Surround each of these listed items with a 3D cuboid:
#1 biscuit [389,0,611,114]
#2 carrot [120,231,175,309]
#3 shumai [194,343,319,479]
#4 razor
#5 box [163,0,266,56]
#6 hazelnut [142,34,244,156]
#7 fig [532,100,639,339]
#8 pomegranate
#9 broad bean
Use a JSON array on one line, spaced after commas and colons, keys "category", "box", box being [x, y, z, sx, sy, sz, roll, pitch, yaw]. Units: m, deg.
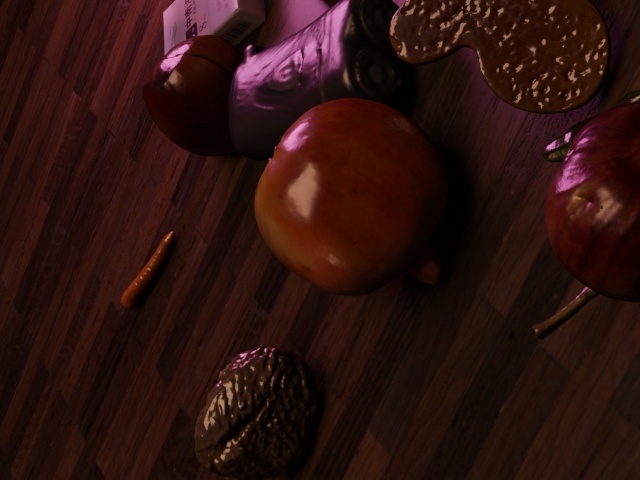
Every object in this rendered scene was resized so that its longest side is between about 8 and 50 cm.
[{"category": "biscuit", "box": [0.190, -0.334, 1.335, 0.283, 0.064, 0.432, -39, 82, 17]}, {"category": "carrot", "box": [-0.313, 0.056, 2.056, 0.190, 0.037, 0.037, -52, 42, 24]}, {"category": "shumai", "box": [-0.109, 0.245, 1.620, 0.206, 0.166, 0.175, -54, 25, -11]}, {"category": "razor", "box": [-0.009, -0.240, 1.673, 0.349, 0.113, 0.204, -16, 65, 52]}, {"category": "box", "box": [-0.198, -0.410, 2.025, 0.243, 0.067, 0.155, -31, 53, 44]}, {"category": "hazelnut", "box": [-0.192, -0.238, 1.884, 0.208, 0.208, 0.208, -22, 62, 48]}, {"category": "fig", "box": [0.322, -0.011, 1.136, 0.249, 0.186, 0.203, 82, -163, -54]}, {"category": "pomegranate", "box": [0.052, -0.043, 1.440, 0.252, 0.270, 0.229, -56, 0, -25]}, {"category": "broad bean", "box": [0.332, -0.141, 1.242, 0.195, 0.046, 0.061, -47, 33, 27]}]
